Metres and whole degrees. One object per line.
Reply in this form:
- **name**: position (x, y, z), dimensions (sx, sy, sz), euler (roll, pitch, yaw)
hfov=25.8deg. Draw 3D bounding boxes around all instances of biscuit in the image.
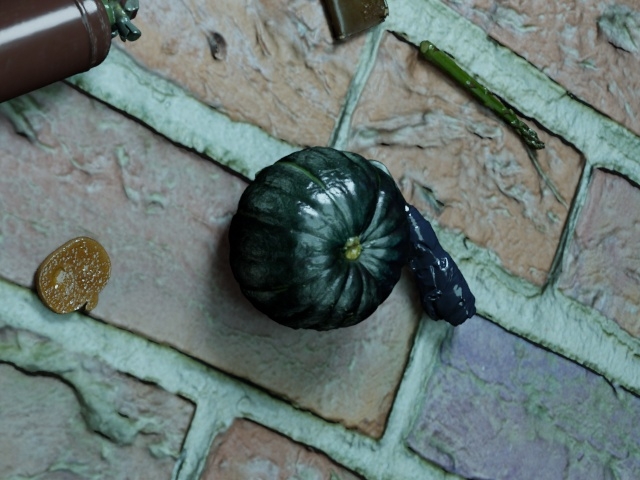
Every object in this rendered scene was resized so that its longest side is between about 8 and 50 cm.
- **biscuit**: position (-0.266, 0.041, 1.515), dimensions (0.091, 0.015, 0.078), euler (-37, 111, -30)

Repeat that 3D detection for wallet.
- **wallet**: position (0.028, -0.344, 1.727), dimensions (0.095, 0.026, 0.176), euler (-27, 105, -35)

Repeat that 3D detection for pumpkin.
- **pumpkin**: position (0.000, 0.000, 1.619), dimensions (0.220, 0.162, 0.220), euler (-6, 102, -30)

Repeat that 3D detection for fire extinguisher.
- **fire extinguisher**: position (-0.318, -0.222, 1.439), dimensions (0.337, 0.106, 0.147), euler (-28, 80, -34)

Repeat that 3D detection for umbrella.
- **umbrella**: position (0.120, 0.004, 1.761), dimensions (0.071, 0.071, 0.248), euler (-41, 113, -29)

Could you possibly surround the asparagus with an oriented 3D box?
- **asparagus**: position (0.218, -0.191, 1.862), dimensions (0.248, 0.024, 0.025), euler (35, 76, -32)
